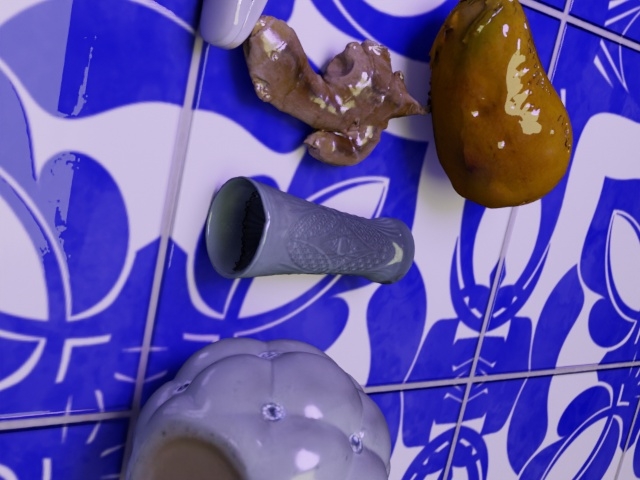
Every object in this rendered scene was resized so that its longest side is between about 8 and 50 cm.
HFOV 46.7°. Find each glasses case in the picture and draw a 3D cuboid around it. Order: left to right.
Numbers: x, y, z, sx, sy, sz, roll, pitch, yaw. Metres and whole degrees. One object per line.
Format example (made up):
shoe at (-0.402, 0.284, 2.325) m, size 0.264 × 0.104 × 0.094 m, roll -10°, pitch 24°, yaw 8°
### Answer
glasses case at (-0.060, -0.244, 0.635) m, size 0.041 × 0.063 × 0.164 m, roll 19°, pitch 93°, yaw -41°

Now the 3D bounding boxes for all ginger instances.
ginger at (0.011, -0.157, 0.727) m, size 0.133 × 0.059 × 0.214 m, roll -49°, pitch 127°, yaw -3°

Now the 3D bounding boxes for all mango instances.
mango at (0.189, -0.144, 0.791) m, size 0.151 × 0.156 × 0.248 m, roll -46°, pitch 135°, yaw -41°

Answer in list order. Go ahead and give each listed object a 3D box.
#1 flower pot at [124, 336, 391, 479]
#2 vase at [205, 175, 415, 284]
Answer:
flower pot at (-0.057, 0.209, 0.679) m, size 0.195 × 0.246 × 0.246 m, roll -4°, pitch 110°, yaw -62°
vase at (0.000, 0.000, 0.751) m, size 0.219 × 0.096 × 0.096 m, roll 9°, pitch 100°, yaw -42°
